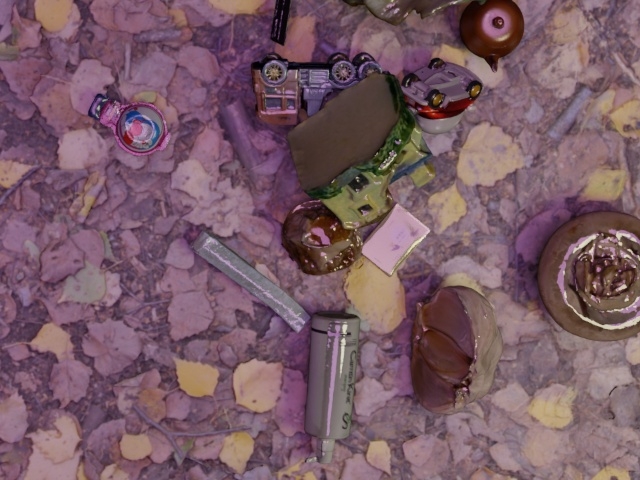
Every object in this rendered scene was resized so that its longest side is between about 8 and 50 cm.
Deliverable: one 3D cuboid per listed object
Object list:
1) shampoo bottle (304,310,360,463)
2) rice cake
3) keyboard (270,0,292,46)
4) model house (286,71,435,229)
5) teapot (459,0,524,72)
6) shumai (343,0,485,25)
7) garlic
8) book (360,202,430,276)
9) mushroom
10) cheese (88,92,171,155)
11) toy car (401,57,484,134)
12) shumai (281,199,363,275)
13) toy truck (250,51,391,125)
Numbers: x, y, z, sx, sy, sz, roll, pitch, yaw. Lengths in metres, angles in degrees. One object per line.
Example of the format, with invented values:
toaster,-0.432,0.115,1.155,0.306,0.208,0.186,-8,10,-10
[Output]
shampoo bottle,0.018,0.258,1.833,0.085,0.085,0.262,4,95,-2
rice cake,-0.121,0.071,1.835,0.245,0.042,0.045,38,90,-4
keyboard,-0.056,-0.429,1.767,0.010,0.063,0.198,2,109,-26
model house,0.089,-0.126,1.711,0.214,0.195,0.189,-35,132,11
teapot,0.293,-0.368,1.778,0.116,0.116,0.173,2,94,-2
shumai,0.146,-0.508,1.716,0.289,0.330,0.292,21,132,-22
garlic,0.246,0.193,1.803,0.143,0.178,0.229,5,117,-33
book,0.129,-0.001,1.850,0.077,0.014,0.111,40,93,-5
mushroom,0.484,0.061,1.787,0.227,0.178,0.226,0,87,-8
cheese,-0.326,-0.202,1.807,0.145,0.038,0.095,27,93,-5
toy car,0.196,-0.232,1.785,0.139,0.112,0.112,-24,138,-32
shumai,-0.001,-0.004,1.795,0.146,0.116,0.145,0,98,1
toy truck,0.011,-0.243,1.785,0.257,0.108,0.140,-1,108,-5
